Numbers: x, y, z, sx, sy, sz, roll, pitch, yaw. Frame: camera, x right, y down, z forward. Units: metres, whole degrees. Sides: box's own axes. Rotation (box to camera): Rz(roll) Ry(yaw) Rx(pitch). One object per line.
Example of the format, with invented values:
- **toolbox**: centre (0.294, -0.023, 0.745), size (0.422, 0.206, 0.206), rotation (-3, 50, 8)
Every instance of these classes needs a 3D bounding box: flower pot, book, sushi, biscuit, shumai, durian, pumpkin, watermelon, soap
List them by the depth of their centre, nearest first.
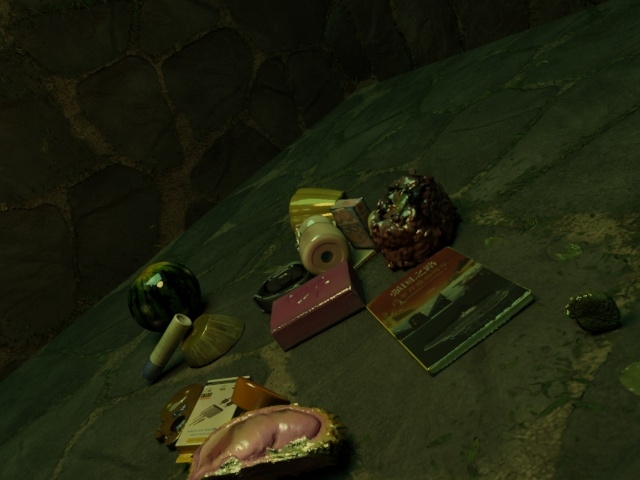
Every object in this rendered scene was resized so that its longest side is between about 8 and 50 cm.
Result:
- **shumai**: centre (0.473, 0.114, 1.029), size (0.083, 0.082, 0.080), rotation (16, 26, 10)
- **durian**: centre (-0.098, 0.415, 1.158), size (0.341, 0.112, 0.191), rotation (-21, 14, 10)
- **book**: centre (0.271, 0.140, 1.331), size (0.262, 0.028, 0.374), rotation (-37, 21, -4)
- **biscuit**: centre (-0.363, 0.457, 1.560), size (0.180, 0.039, 0.236), rotation (-37, 19, -7)
- **soap**: centre (-0.012, 0.173, 1.603), size (0.259, 0.081, 0.181), rotation (-30, 21, 12)
- **sushi**: centre (0.237, -0.056, 1.621), size (0.237, 0.171, 0.270), rotation (-18, 30, 36)
- **book**: centre (0.100, 0.043, 1.813), size (0.232, 0.022, 0.162), rotation (-39, 24, -15)
- **pumpkin**: centre (-0.352, 0.290, 1.830), size (0.217, 0.110, 0.217), rotation (-28, 28, 16)
- **flower pot**: centre (0.015, -0.093, 2.048), size (0.179, 0.195, 0.195), rotation (-4, 33, 31)
- **watermelon**: centre (-0.559, 0.201, 2.133), size (0.269, 0.269, 0.269), rotation (-29, 21, 12)

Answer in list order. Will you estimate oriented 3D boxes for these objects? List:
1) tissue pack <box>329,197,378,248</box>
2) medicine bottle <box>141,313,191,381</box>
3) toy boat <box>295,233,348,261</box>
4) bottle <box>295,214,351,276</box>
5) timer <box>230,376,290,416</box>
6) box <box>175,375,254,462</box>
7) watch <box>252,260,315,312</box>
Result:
- **tissue pack**: centre (0.112, -0.051, 1.759), size (0.115, 0.155, 0.065), rotation (0, 37, 52)
- **medicine bottle**: centre (-0.483, 0.336, 1.843), size (0.231, 0.059, 0.059), rotation (-57, 16, 15)
- **toy boat**: centre (0.020, 0.021, 1.923), size (0.210, 0.084, 0.066), rotation (-20, 27, 9)
- **bottle**: centre (0.000, 0.000, 1.796), size (0.147, 0.147, 0.236), rotation (-32, 26, 5)
- **timer**: centre (-0.156, 0.396, 1.299), size (0.132, 0.132, 0.152), rotation (4, 65, 59)
- **box**: centre (-0.255, 0.426, 1.428), size (0.129, 0.033, 0.247), rotation (-11, 27, 18)
- **watch**: centre (-0.113, 0.147, 1.840), size (0.206, 0.068, 0.193), rotation (-29, 20, 6)
